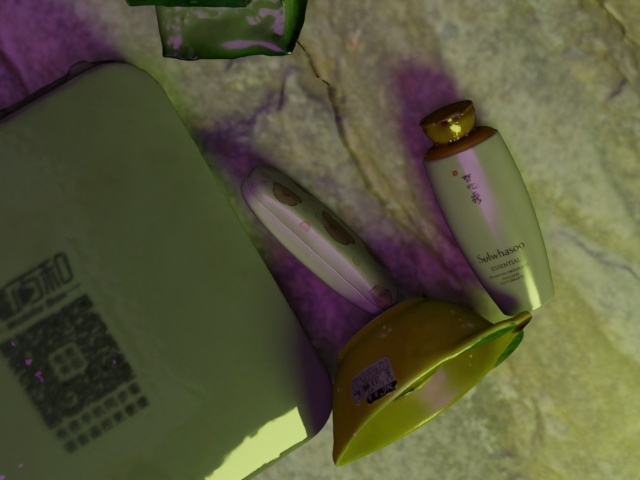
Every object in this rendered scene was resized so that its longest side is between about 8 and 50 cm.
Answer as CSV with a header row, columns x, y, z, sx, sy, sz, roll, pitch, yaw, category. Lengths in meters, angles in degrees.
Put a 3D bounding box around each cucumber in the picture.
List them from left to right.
x,y,z,sx,sy,sz,roll,pitch,yaw,category
-0.082,-0.236,1.085,0.130,0.191,0.191,-8,107,9,cucumber

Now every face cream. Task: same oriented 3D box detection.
x,y,z,sx,sy,sz,roll,pitch,yaw,category
0.137,-0.026,1.190,0.072,0.051,0.182,-20,104,17,face cream

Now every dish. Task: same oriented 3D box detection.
x,y,z,sx,sy,sz,roll,pitch,yaw,category
0.074,0.099,1.207,0.208,0.149,0.080,-39,70,8,dish

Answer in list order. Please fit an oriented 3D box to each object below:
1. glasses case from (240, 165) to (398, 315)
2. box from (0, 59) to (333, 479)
x,y,z,sx,sy,sz,roll,pitch,yaw,category
0.000,0.000,1.210,0.164,0.063,0.041,42,111,-7,glasses case
-0.219,0.083,1.189,0.367,0.090,0.373,-32,102,-13,box
